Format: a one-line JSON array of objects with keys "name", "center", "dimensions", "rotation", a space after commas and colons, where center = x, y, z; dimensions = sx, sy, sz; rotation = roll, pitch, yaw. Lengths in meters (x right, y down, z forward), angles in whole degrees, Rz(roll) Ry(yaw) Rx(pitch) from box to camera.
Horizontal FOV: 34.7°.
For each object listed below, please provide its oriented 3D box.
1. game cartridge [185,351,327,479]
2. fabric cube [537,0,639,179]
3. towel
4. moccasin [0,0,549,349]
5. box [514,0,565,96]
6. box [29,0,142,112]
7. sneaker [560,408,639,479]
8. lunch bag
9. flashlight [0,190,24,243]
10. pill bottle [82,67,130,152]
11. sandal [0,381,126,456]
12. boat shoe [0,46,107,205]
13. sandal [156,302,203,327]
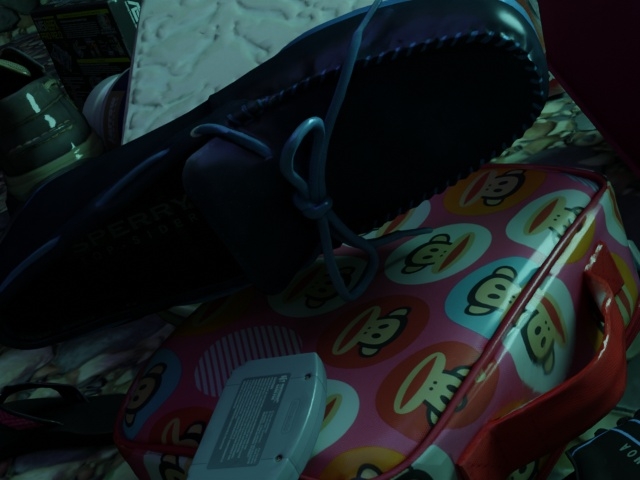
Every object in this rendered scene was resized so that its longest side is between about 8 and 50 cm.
[{"name": "game cartridge", "center": [-0.027, 0.087, 0.474], "dimensions": [0.056, 0.017, 0.083], "rotation": [-13, 34, 28]}, {"name": "fabric cube", "center": [0.309, -0.214, 0.728], "dimensions": [0.259, 0.258, 0.254], "rotation": [-22, 41, -1]}, {"name": "towel", "center": [-0.018, -0.152, 0.950], "dimensions": [0.332, 0.053, 0.317], "rotation": [-6, 57, 11]}, {"name": "moccasin", "center": [-0.032, -0.014, 0.561], "dimensions": [0.342, 0.137, 0.117], "rotation": [-27, 27, 21]}, {"name": "box", "center": [0.199, -0.267, 1.154], "dimensions": [0.142, 0.154, 0.300], "rotation": [-12, 24, 20]}, {"name": "box", "center": [-0.278, -0.229, 1.394], "dimensions": [0.060, 0.216, 0.270], "rotation": [-34, 25, -28]}, {"name": "sneaker", "center": [0.164, 0.099, 0.468], "dimensions": [0.090, 0.081, 0.232], "rotation": [7, 36, 36]}, {"name": "lunch bag", "center": [0.054, 0.063, 0.583], "dimensions": [0.258, 0.120, 0.293], "rotation": [0, 34, 44]}, {"name": "flashlight", "center": [-0.311, 0.001, 1.082], "dimensions": [0.103, 0.103, 0.304], "rotation": [-14, 28, 6]}, {"name": "pill bottle", "center": [-0.153, -0.129, 1.150], "dimensions": [0.153, 0.153, 0.265], "rotation": [-36, 27, -31]}, {"name": "sandal", "center": [-0.211, 0.128, 0.774], "dimensions": [0.179, 0.040, 0.067], "rotation": [-10, 26, 25]}, {"name": "boat shoe", "center": [-0.328, -0.147, 1.112], "dimensions": [0.132, 0.130, 0.355], "rotation": [-32, 28, -19]}, {"name": "sandal", "center": [0.001, -0.001, 0.819], "dimensions": [0.303, 0.086, 0.120], "rotation": [-14, 24, 17]}]
